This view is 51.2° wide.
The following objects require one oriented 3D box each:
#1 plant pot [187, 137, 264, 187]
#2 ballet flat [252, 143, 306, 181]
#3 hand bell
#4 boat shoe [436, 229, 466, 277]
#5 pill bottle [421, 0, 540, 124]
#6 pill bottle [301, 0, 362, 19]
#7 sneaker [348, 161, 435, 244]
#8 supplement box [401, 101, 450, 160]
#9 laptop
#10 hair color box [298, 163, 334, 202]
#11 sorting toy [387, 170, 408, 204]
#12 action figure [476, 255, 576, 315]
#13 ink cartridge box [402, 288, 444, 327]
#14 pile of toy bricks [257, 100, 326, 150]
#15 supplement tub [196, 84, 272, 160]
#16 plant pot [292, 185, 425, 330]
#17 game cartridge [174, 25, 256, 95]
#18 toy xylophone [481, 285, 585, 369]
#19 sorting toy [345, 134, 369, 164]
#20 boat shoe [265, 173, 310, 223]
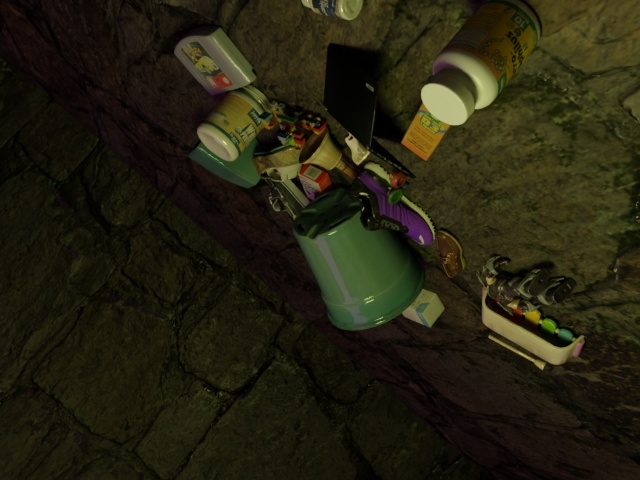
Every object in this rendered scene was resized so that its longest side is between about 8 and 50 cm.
[{"bbox_3d":[-0.297,-0.291,2.265,0.234,0.165,0.165,38,163,-16],"label":"plant pot"},{"bbox_3d":[-0.119,-0.240,2.077,0.123,0.123,0.349,46,165,-18],"label":"ballet flat"},{"bbox_3d":[0.071,-0.203,1.880,0.242,0.126,0.126,34,165,-22],"label":"hand bell"},{"bbox_3d":[0.366,0.041,1.898,0.064,0.060,0.178,23,155,42],"label":"boat shoe"},{"bbox_3d":[0.258,-0.291,1.091,0.118,0.208,0.117,35,161,14],"label":"pill bottle"},{"bbox_3d":[0.020,-0.483,1.333,0.120,0.067,0.067,26,157,36],"label":"pill bottle"},{"bbox_3d":[0.186,-0.067,1.858,0.293,0.146,0.102,45,161,-13],"label":"sneaker"},{"bbox_3d":[0.243,-0.260,1.405,0.078,0.080,0.233,38,160,6],"label":"supplement box"},{"bbox_3d":[0.119,-0.296,1.542,0.264,0.136,0.234,25,-160,-41],"label":"laptop"},{"bbox_3d":[-0.006,-0.166,2.151,0.093,0.053,0.167,29,160,31],"label":"hair color box"},{"bbox_3d":[0.200,-0.149,1.782,0.042,0.061,0.101,45,139,33],"label":"sorting toy"},{"bbox_3d":[0.521,0.122,1.742,0.185,0.099,0.285,36,167,-12],"label":"action figure"},{"bbox_3d":[0.339,0.224,2.328,0.143,0.092,0.090,19,152,47],"label":"ink cartridge box"},{"bbox_3d":[-0.080,-0.300,1.865,0.212,0.118,0.105,26,150,37],"label":"pile of toy bricks"},{"bbox_3d":[-0.248,-0.347,1.958,0.144,0.199,0.144,34,163,12],"label":"supplement tub"},{"bbox_3d":[0.100,0.035,2.034,0.341,0.341,0.334,14,140,53],"label":"plant pot"},{"bbox_3d":[-0.316,-0.521,1.933,0.196,0.060,0.294,52,158,-23],"label":"game cartridge"},{"bbox_3d":[0.591,0.259,1.934,0.323,0.081,0.236,34,161,18],"label":"toy xylophone"},{"bbox_3d":[0.096,-0.254,1.771,0.075,0.045,0.083,46,163,5],"label":"sorting toy"},{"bbox_3d":[-0.128,-0.147,2.277,0.301,0.102,0.108,47,169,32],"label":"boat shoe"}]
